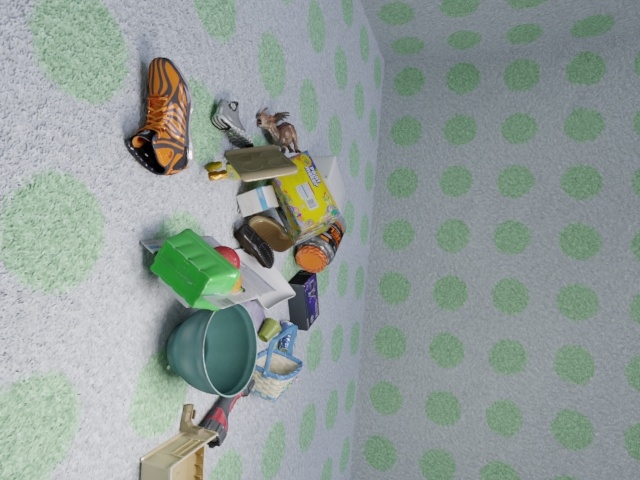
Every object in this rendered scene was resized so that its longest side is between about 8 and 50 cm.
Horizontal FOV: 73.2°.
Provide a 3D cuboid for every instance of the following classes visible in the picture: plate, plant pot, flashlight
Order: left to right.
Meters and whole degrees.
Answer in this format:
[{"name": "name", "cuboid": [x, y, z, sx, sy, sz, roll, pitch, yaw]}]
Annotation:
[{"name": "plant pot", "cuboid": [-0.361, 0.345, 1.384, 0.293, 0.196, 0.293, -7, 90, -67]}, {"name": "flashlight", "cuboid": [-0.344, 0.632, 1.636, 0.103, 0.103, 0.304, -68, 171, 29]}, {"name": "plate", "cuboid": [-0.245, 0.147, 1.713, 0.278, 0.045, 0.277, 50, 18, 9]}, {"name": "plant pot", "cuboid": [-0.219, 0.378, 1.793, 0.079, 0.083, 0.083, -49, 139, -39]}]

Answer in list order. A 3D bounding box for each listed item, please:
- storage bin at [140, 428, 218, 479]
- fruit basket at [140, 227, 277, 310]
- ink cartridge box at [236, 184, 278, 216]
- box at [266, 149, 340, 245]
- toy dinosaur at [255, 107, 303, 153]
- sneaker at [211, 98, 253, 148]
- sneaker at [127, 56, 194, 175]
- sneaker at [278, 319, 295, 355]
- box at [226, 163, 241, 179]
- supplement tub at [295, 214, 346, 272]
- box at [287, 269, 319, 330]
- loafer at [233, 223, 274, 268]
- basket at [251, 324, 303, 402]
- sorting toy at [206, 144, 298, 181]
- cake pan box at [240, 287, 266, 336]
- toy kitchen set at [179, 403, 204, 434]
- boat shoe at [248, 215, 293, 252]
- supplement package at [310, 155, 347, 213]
[{"name": "storage bin", "cuboid": [-0.440, 0.774, 1.366, 0.260, 0.123, 0.263, 1, 92, -69]}, {"name": "fruit basket", "cuboid": [-0.336, 0.095, 1.348, 0.165, 0.327, 0.353, -55, 165, 8]}, {"name": "ink cartridge box", "cuboid": [-0.257, -0.154, 1.709, 0.092, 0.143, 0.090, -25, 99, -67]}, {"name": "box", "cuboid": [-0.084, -0.165, 1.786, 0.290, 0.177, 0.279, 63, -15, 6]}, {"name": "toy dinosaur", "cuboid": [-0.164, -0.485, 1.927, 0.295, 0.127, 0.201, -35, 119, -71]}, {"name": "sneaker", "cuboid": [-0.307, -0.441, 1.599, 0.228, 0.086, 0.132, 41, 53, -63]}, {"name": "sneaker", "cuboid": [-0.444, -0.334, 1.193, 0.180, 0.124, 0.321, -48, 136, -61]}, {"name": "sneaker", "cuboid": [-0.163, 0.491, 2.115, 0.081, 0.080, 0.211, -41, 129, -66]}, {"name": "box", "cuboid": [-0.274, -0.282, 1.707, 0.232, 0.087, 0.058, -37, 129, -65]}, {"name": "supplement tub", "cuboid": [0.000, 0.000, 2.296, 0.338, 0.207, 0.207, -65, 150, -45]}, {"name": "box", "cuboid": [-0.088, 0.311, 2.262, 0.184, 0.103, 0.262, -40, 130, -59]}, {"name": "loafer", "cuboid": [-0.264, 0.027, 1.721, 0.220, 0.078, 0.080, 56, 40, -26]}, {"name": "basket", "cuboid": [-0.184, 0.530, 1.891, 0.254, 0.201, 0.289, -17, 118, -67]}, {"name": "sorting toy", "cuboid": [-0.261, -0.268, 1.548, 0.229, 0.307, 0.041, -129, -147, -47]}, {"name": "cake pan box", "cuboid": [-0.316, 0.320, 1.708, 0.267, 0.070, 0.246, -62, 146, -48]}, {"name": "toy kitchen set", "cuboid": [-0.420, 0.602, 1.461, 0.068, 0.075, 0.083, 35, 60, -67]}, {"name": "boat shoe", "cuboid": [-0.226, -0.042, 1.857, 0.110, 0.121, 0.341, 61, 6, 23]}, {"name": "supplement package", "cuboid": [0.018, -0.298, 2.342, 0.293, 0.177, 0.175, 65, 35, -52]}]
